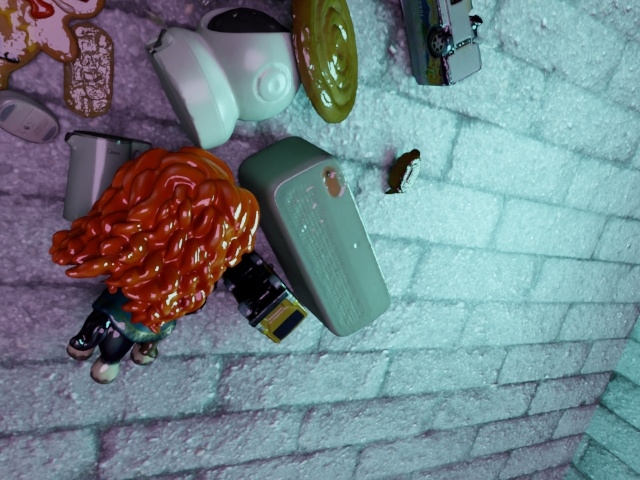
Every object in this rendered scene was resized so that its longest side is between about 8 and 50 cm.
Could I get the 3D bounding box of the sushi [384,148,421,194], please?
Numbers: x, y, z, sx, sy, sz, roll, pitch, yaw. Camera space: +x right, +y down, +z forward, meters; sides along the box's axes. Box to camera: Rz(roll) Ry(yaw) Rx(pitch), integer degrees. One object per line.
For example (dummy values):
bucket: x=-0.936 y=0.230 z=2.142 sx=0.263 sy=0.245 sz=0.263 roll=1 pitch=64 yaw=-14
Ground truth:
sushi: x=0.193 y=-0.157 z=0.959 sx=0.052 sy=0.055 sz=0.120 roll=-4 pitch=122 yaw=-35

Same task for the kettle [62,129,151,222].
kettle: x=-0.362 y=-0.104 z=0.694 sx=0.126 sy=0.098 sz=0.148 roll=7 pitch=103 yaw=-22

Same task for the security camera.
security camera: x=-0.139 y=-0.279 z=0.678 sx=0.236 sy=0.194 sz=0.195 roll=-28 pitch=119 yaw=-14

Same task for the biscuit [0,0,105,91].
biscuit: x=-0.434 y=-0.334 z=0.593 sx=0.250 sy=0.036 sz=0.165 roll=-31 pitch=116 yaw=-7

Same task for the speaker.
speaker: x=0.000 y=0.000 z=0.851 sx=0.183 sy=0.184 sz=0.406 roll=-30 pitch=120 yaw=-11

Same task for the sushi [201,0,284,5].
sushi: x=-0.138 y=-0.460 z=0.588 sx=0.274 sy=0.184 sz=0.139 roll=52 pitch=54 yaw=-34

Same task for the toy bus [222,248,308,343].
toy bus: x=-0.118 y=0.104 z=0.832 sx=0.098 sy=0.201 sz=0.114 roll=-43 pitch=129 yaw=-5

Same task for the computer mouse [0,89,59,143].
computer mouse: x=-0.465 y=-0.195 z=0.639 sx=0.066 sy=0.039 sz=0.096 roll=-46 pitch=148 yaw=7

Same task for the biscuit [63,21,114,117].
biscuit: x=-0.377 y=-0.274 z=0.665 sx=0.071 sy=0.018 sz=0.147 roll=4 pitch=108 yaw=-27

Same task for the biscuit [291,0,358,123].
biscuit: x=0.020 y=-0.338 z=0.720 sx=0.262 sy=0.037 sz=0.262 roll=1 pitch=90 yaw=-67

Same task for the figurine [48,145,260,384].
figurine: x=-0.266 y=0.052 z=0.681 sx=0.306 sy=0.241 sz=0.412 roll=-21 pitch=145 yaw=-43

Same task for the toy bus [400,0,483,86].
toy bus: x=0.225 y=-0.476 z=0.806 sx=0.112 sy=0.138 sz=0.317 roll=-29 pitch=118 yaw=-19
